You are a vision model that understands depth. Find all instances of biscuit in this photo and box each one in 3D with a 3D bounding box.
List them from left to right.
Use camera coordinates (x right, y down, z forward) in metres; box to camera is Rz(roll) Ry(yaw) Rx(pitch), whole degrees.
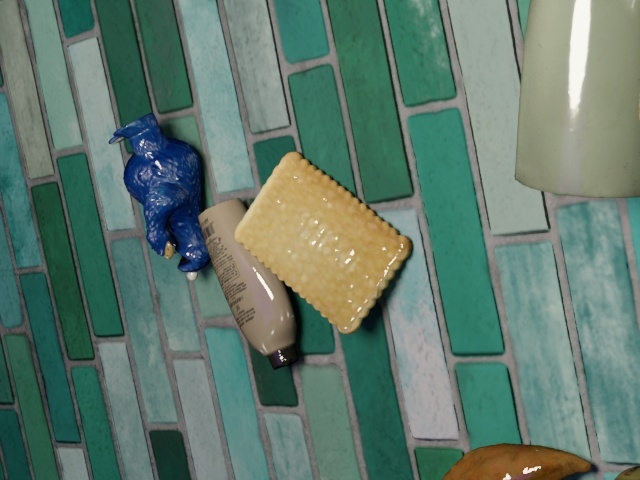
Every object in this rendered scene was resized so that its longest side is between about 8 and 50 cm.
[{"bbox_3d":[0.000,0.000,1.764,0.250,0.030,0.160,38,99,30],"label":"biscuit"}]

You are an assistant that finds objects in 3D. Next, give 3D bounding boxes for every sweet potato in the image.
[{"bbox_3d":[0.196,0.337,1.658,0.106,0.095,0.354,40,130,-5],"label":"sweet potato"}]

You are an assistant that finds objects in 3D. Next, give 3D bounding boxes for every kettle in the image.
[{"bbox_3d":[0.285,-0.189,1.391,0.240,0.165,0.255,-144,51,-67],"label":"kettle"}]

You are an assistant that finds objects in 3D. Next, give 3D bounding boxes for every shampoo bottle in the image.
[{"bbox_3d":[-0.099,0.068,1.877,0.127,0.078,0.256,-33,76,52],"label":"shampoo bottle"}]

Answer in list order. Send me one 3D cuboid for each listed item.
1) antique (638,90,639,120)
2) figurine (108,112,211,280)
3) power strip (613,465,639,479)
[{"bbox_3d":[0.413,-0.170,1.262,0.152,0.147,0.148,13,109,37],"label":"antique"},{"bbox_3d":[-0.225,-0.071,1.940,0.164,0.121,0.262,-124,12,-71],"label":"figurine"},{"bbox_3d":[0.461,0.276,1.383,0.388,0.092,0.066,-11,92,45],"label":"power strip"}]
